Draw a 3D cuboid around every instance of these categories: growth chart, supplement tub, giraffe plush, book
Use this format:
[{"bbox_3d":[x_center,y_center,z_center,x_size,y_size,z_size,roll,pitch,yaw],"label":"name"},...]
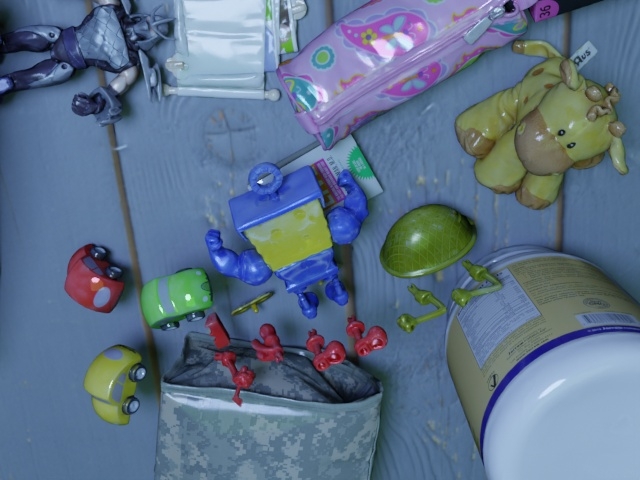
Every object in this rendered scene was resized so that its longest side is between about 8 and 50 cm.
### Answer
[{"bbox_3d":[-0.098,-0.276,0.806,0.172,0.021,0.237,7,109,-4],"label":"growth chart"},{"bbox_3d":[0.275,0.153,0.795,0.241,0.331,0.241,0,109,0],"label":"supplement tub"},{"bbox_3d":[0.270,-0.128,0.782,0.181,0.170,0.210,25,107,-9],"label":"giraffe plush"},{"bbox_3d":[-0.006,-0.069,0.876,0.144,0.035,0.096,-29,112,9],"label":"book"}]

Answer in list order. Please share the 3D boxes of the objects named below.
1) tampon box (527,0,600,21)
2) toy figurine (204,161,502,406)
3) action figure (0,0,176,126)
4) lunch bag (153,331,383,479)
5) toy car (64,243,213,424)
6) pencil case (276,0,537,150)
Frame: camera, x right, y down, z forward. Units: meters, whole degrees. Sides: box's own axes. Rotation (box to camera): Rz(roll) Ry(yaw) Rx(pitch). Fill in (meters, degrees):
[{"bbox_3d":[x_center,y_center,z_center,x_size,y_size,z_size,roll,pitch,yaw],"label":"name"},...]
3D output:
[{"bbox_3d":[0.287,-0.328,0.723,0.161,0.101,0.120,-18,150,5],"label":"tampon box"},{"bbox_3d":[0.000,0.000,0.794,0.363,0.191,0.217,-23,120,4],"label":"toy figurine"},{"bbox_3d":[-0.301,-0.213,0.786,0.285,0.099,0.185,-15,92,0],"label":"action figure"},{"bbox_3d":[-0.064,0.270,0.921,0.287,0.169,0.235,8,108,2],"label":"lunch bag"},{"bbox_3d":[-0.224,0.088,0.824,0.225,0.053,0.239,-25,73,31],"label":"toy car"},{"bbox_3d":[0.093,-0.218,0.776,0.284,0.124,0.124,-29,107,10],"label":"pencil case"}]
